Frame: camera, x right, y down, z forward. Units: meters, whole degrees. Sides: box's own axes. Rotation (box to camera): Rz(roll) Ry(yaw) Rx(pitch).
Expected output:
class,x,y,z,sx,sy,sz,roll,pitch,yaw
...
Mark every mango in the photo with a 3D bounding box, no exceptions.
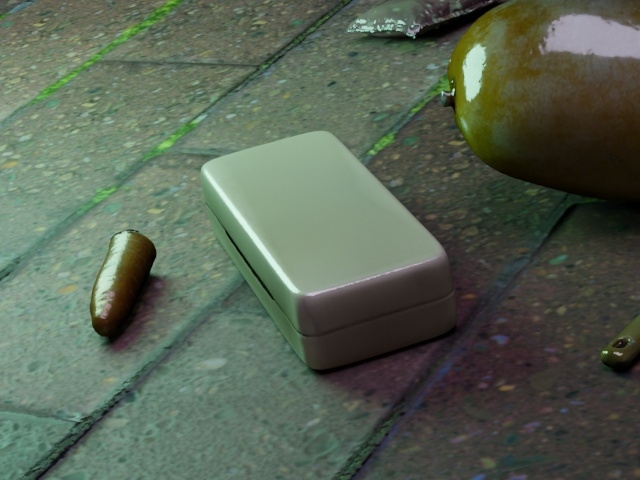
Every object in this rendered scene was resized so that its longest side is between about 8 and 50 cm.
class,x,y,z,sx,sy,sz,roll,pitch,yaw
mango,0.302,-0.140,1.685,0.383,0.199,0.221,-6,24,6

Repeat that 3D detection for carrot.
class,x,y,z,sx,sy,sz,roll,pitch,yaw
carrot,-0.183,0.041,1.677,0.048,0.048,0.139,-6,28,10

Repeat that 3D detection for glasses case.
class,x,y,z,sx,sy,sz,roll,pitch,yaw
glasses case,0.000,0.000,1.656,0.144,0.076,0.336,-15,26,-11

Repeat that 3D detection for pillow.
class,x,y,z,sx,sy,sz,roll,pitch,yaw
pillow,0.130,-0.281,2.221,0.185,0.043,0.118,-31,30,-36

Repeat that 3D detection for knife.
class,x,y,z,sx,sy,sz,roll,pitch,yaw
knife,0.308,0.029,1.548,0.047,0.017,0.298,4,29,41
